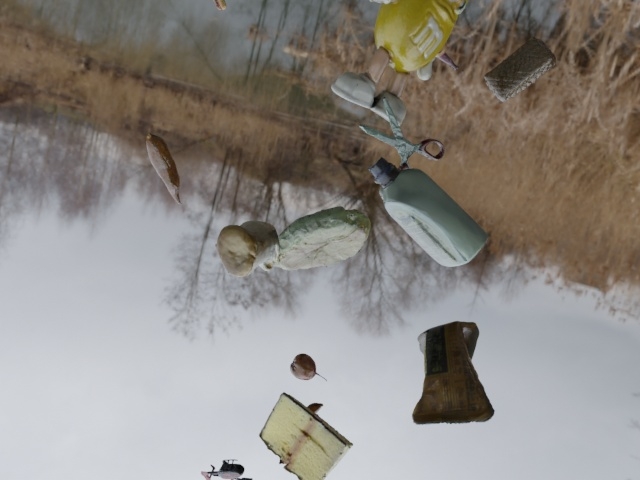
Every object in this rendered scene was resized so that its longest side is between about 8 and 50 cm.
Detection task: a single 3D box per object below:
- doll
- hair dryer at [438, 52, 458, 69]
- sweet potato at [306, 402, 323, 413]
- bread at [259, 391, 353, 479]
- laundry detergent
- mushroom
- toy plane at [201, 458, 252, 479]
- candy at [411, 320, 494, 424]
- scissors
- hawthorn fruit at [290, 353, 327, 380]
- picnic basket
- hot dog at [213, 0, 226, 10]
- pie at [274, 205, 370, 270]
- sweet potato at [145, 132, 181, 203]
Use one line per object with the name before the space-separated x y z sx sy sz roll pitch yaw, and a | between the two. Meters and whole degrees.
doll | 0.187 -0.480 1.475 0.348 0.423 0.161 -17 -142 -39
hair dryer | 0.397 -0.619 2.063 0.154 0.106 0.054 49 -142 -7
sweet potato | -0.032 0.511 1.892 0.034 0.095 0.034 51 -173 -9
bread | -0.056 0.556 1.736 0.240 0.178 0.135 35 172 20
laundry detergent | 0.210 -0.068 1.365 0.280 0.105 0.215 41 172 -7
mushroom | -0.151 0.016 1.418 0.094 0.123 0.351 -2 178 8
toy plane | -0.244 0.592 1.613 0.145 0.060 0.037 -10 -148 22
candy | 0.240 0.252 1.185 0.143 0.101 0.271 -17 -156 15
scissors | 0.181 -0.217 1.424 0.247 0.144 0.017 38 -176 -42
hawthorn fruit | -0.026 0.325 1.595 0.103 0.067 0.067 23 -176 -17
picnic basket | 0.570 -0.493 1.818 0.110 0.193 0.055 58 -160 15
hot dog | -0.268 -0.631 1.628 0.037 0.083 0.021 9 -135 40
pie | 0.000 0.000 1.757 0.306 0.071 0.306 -13 155 -6
sweet potato | -0.364 -0.167 1.500 0.056 0.195 0.056 -15 -151 9
